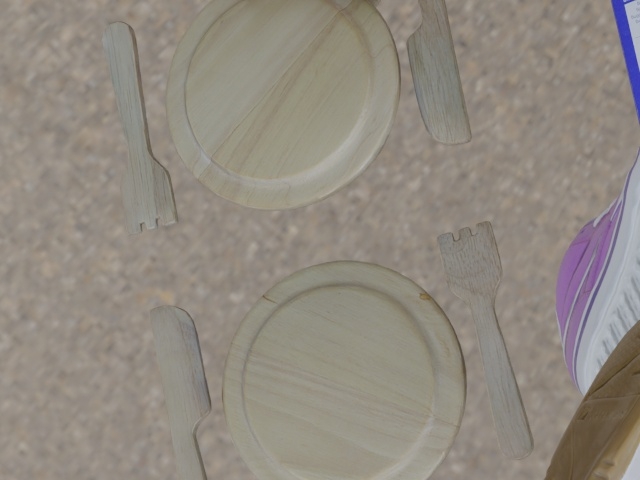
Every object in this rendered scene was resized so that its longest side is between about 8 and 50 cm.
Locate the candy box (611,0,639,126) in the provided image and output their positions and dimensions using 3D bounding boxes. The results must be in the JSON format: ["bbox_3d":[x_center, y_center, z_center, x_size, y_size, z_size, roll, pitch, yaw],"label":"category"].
[{"bbox_3d":[0.378,-0.154,1.531,0.122,0.268,0.317,-18,78,35],"label":"candy box"}]

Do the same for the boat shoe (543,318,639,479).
[{"bbox_3d":[0.135,0.160,0.802,0.096,0.277,0.098,37,169,-9],"label":"boat shoe"}]

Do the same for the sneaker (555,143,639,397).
[{"bbox_3d":[0.230,-0.031,1.155,0.102,0.161,0.282,24,104,-10],"label":"sneaker"}]

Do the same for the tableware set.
[{"bbox_3d":[0.000,0.000,0.606,0.128,0.039,0.194,-14,77,16],"label":"tableware set"}]
